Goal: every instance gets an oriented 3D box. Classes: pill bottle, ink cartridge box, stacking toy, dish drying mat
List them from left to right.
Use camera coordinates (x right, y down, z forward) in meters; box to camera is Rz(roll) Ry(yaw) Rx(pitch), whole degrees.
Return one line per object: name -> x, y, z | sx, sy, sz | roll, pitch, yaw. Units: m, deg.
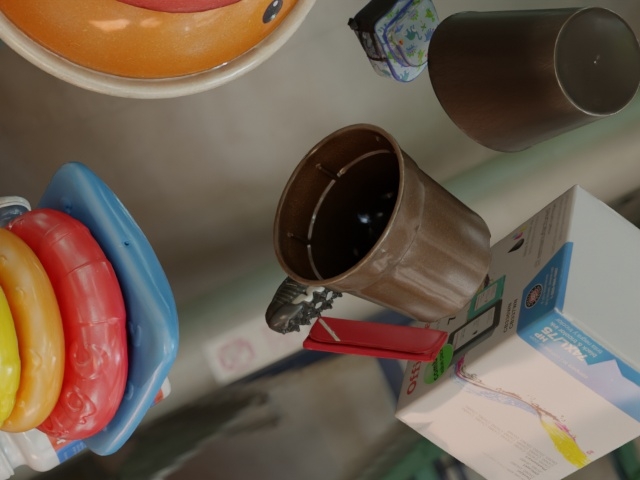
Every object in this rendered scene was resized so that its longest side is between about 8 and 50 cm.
stacking toy -> -0.260, 0.072, 1.073 | 0.175, 0.302, 0.166 | 58, -44, 23
pill bottle -> -0.283, 0.170, 1.768 | 0.124, 0.221, 0.124 | 52, -16, 21
stacking toy -> -0.099, -0.311, 1.230 | 0.350, 0.351, 0.480 | 65, -17, -3
dish drying mat -> 0.033, 0.059, 0.996 | 0.032, 0.083, 0.008 | -53, 142, -53
ink cartridge box -> 0.252, 0.119, 1.824 | 0.197, 0.270, 0.198 | 35, 43, -17

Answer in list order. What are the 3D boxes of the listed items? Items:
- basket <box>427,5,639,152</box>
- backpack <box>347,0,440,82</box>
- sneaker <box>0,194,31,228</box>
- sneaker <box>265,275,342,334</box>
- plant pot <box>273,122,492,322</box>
basket -> 0.267, -0.201, 1.976 | 0.204, 0.154, 0.227 | 43, -19, -21
backpack -> 0.108, -0.269, 2.185 | 0.084, 0.105, 0.114 | 20, -33, 41
sneaker -> -0.406, 0.066, 1.959 | 0.086, 0.226, 0.163 | 25, 29, -54
sneaker -> 0.000, 0.000, 1.765 | 0.106, 0.234, 0.078 | 36, -25, 12
plant pot -> 0.071, -0.005, 1.602 | 0.165, 0.167, 0.167 | 28, 21, -39
